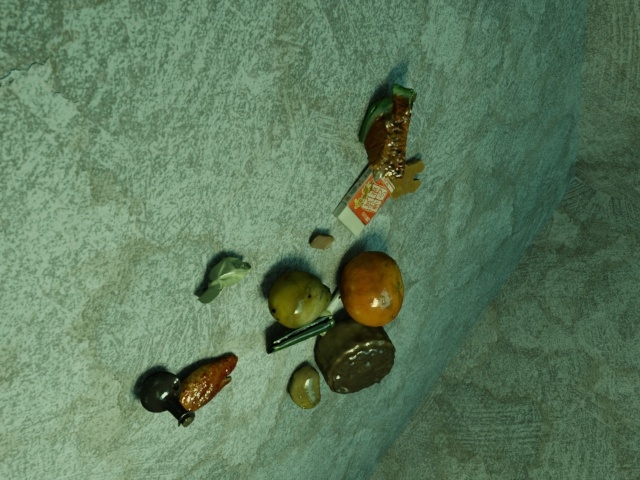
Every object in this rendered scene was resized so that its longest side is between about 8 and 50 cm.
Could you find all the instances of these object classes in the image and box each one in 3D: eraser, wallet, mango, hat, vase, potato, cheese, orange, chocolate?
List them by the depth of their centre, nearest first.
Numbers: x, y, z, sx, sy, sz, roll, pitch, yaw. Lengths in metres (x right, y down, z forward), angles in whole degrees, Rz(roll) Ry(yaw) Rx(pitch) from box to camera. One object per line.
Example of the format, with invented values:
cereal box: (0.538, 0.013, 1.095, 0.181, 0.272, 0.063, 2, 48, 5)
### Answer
vase: (-0.419, 0.447, 1.463, 0.120, 0.183, 0.120, -32, 139, -33)
hat: (-0.280, 0.110, 1.491, 0.166, 0.081, 0.122, -42, -175, 2)
mango: (-0.067, 0.197, 1.754, 0.176, 0.176, 0.329, -23, 168, 8)
chocolate: (0.000, 0.000, 1.786, 0.100, 0.031, 0.064, 7, 128, -50)
eraser: (0.154, -0.140, 1.845, 0.230, 0.038, 0.157, -52, 141, -3)
wallet: (-0.074, 0.333, 1.853, 0.236, 0.055, 0.160, -19, 164, -21)
orange: (0.194, 0.180, 1.978, 0.284, 0.226, 0.284, -5, 90, -65)
cheese: (0.019, 0.281, 2.016, 0.235, 0.049, 0.127, -55, 143, -8)
potato: (-0.060, 0.581, 2.093, 0.137, 0.137, 0.176, -9, 102, -49)

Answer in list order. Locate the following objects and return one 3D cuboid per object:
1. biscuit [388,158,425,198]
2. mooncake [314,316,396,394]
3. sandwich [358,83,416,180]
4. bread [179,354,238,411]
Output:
biscuit: (0.304, -0.228, 1.990, 0.236, 0.040, 0.144, -17, 122, -37)
mooncake: (0.142, 0.461, 2.119, 0.324, 0.187, 0.324, -15, 133, -17)
sandwich: (0.202, -0.317, 1.680, 0.250, 0.162, 0.301, 86, 16, -58)
bread: (-0.346, 0.445, 1.637, 0.269, 0.095, 0.139, -14, 134, -52)
